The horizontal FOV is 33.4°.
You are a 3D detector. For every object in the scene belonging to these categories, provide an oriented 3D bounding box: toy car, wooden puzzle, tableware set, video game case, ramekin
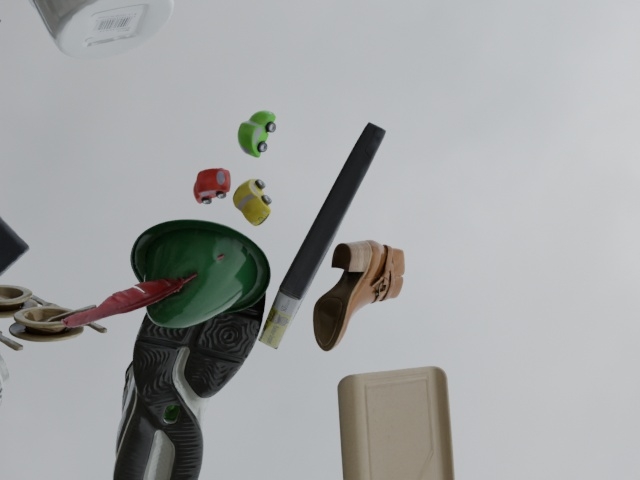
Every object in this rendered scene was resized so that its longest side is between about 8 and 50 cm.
[{"bbox_3d":[-0.158,-0.159,2.115,0.239,0.053,0.225,22,-90,45],"label":"toy car"},{"bbox_3d":[0.112,0.305,1.603,0.044,0.239,0.221,-9,-97,42],"label":"wooden puzzle"},{"bbox_3d":[-0.358,0.080,1.287,0.194,0.128,0.039,16,-72,42],"label":"tableware set"},{"bbox_3d":[0.000,0.000,1.499,0.275,0.035,0.248,-62,179,-23],"label":"video game case"},{"bbox_3d":[-0.420,-0.472,2.074,0.277,0.277,0.135,-35,-107,34],"label":"ramekin"}]

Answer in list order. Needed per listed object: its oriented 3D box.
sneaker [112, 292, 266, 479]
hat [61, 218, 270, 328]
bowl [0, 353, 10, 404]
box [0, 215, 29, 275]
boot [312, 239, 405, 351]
[{"bbox_3d":[-0.227,0.160,1.624,0.257,0.169,0.447,-126,-126,-64],"label":"sneaker"},{"bbox_3d":[-0.175,0.093,1.310,0.208,0.173,0.183,0,-138,7],"label":"hat"},{"bbox_3d":[-0.483,0.180,1.473,0.170,0.080,0.170,39,-37,37],"label":"bowl"},{"bbox_3d":[-0.791,-0.057,1.845,0.297,0.472,0.480,-44,-166,-16],"label":"box"},{"bbox_3d":[0.073,0.096,1.814,0.073,0.152,0.197,27,-75,41],"label":"boot"}]
